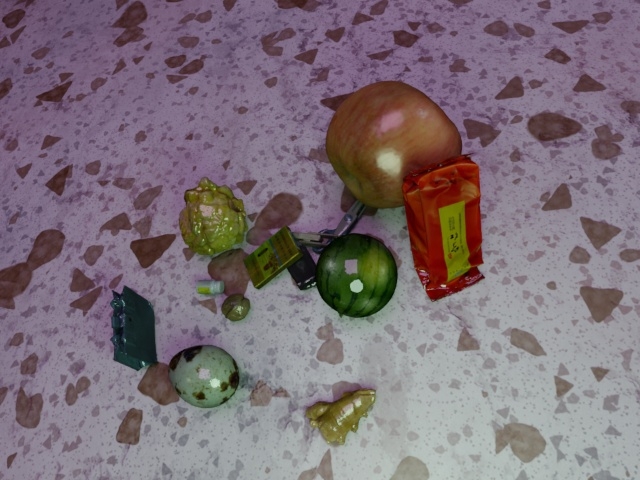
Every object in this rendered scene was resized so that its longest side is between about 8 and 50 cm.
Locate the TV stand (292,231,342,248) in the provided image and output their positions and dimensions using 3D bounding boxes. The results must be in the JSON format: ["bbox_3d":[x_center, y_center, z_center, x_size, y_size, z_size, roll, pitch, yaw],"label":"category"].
[{"bbox_3d":[0.000,0.000,1.438,0.249,0.036,0.042,7,73,22],"label":"TV stand"}]

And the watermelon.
[{"bbox_3d":[0.102,0.101,1.283,0.242,0.242,0.242,-5,61,9],"label":"watermelon"}]

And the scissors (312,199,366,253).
[{"bbox_3d":[0.089,-0.059,1.482,0.138,0.041,0.289,27,71,31],"label":"scissors"}]

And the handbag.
[{"bbox_3d":[-0.578,0.269,1.370,0.062,0.179,0.229,-19,58,2],"label":"handbag"}]

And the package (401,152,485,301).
[{"bbox_3d":[0.348,-0.038,1.249,0.196,0.423,0.123,-21,31,-6],"label":"package"}]

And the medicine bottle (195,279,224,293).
[{"bbox_3d":[-0.362,0.152,1.461,0.083,0.047,0.047,-1,62,12],"label":"medicine bottle"}]

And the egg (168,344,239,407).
[{"bbox_3d":[-0.336,0.381,1.267,0.231,0.169,0.169,7,63,31],"label":"egg"}]

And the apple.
[{"bbox_3d":[0.212,-0.285,1.369,0.346,0.391,0.391,-41,62,0],"label":"apple"}]

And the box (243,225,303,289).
[{"bbox_3d":[-0.156,0.055,1.440,0.193,0.030,0.121,-38,55,16],"label":"box"}]

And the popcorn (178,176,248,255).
[{"bbox_3d":[-0.354,-0.073,1.487,0.259,0.212,0.259,-14,72,47],"label":"popcorn"}]

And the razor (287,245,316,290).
[{"bbox_3d":[-0.059,0.087,1.426,0.090,0.054,0.148,-31,57,-1],"label":"razor"}]

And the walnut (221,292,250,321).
[{"bbox_3d":[-0.264,0.209,1.393,0.092,0.092,0.092,-5,61,9],"label":"walnut"}]

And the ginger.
[{"bbox_3d":[0.061,0.466,1.186,0.206,0.081,0.115,-23,28,8],"label":"ginger"}]

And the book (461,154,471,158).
[{"bbox_3d":[0.402,-0.244,1.533,0.192,0.013,0.168,16,66,19],"label":"book"}]
